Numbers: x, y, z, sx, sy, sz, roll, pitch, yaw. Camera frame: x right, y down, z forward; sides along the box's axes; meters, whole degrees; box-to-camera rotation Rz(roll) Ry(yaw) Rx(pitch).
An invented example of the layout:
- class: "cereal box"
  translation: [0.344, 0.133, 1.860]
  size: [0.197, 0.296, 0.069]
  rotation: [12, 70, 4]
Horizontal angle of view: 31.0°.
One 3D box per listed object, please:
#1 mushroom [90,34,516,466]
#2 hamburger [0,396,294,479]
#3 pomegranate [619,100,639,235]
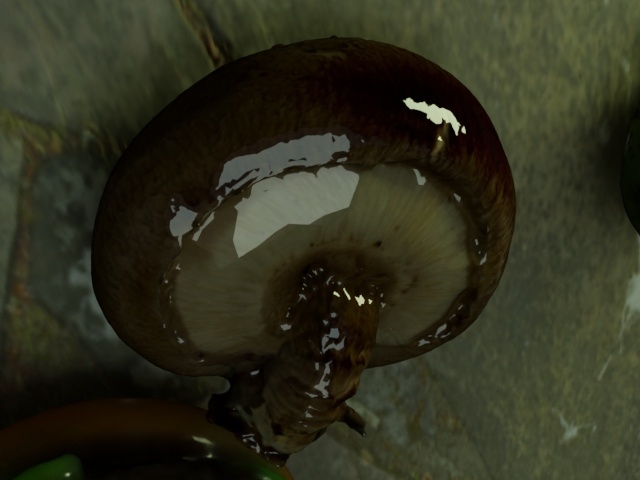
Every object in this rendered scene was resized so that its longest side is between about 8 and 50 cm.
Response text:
- class: "mushroom"
  translation: [-0.008, -0.001, 0.762]
  size: [0.297, 0.163, 0.278]
  rotation: [10, 110, -32]
- class: "hamburger"
  translation: [-0.151, 0.317, 0.835]
  size: [0.395, 0.277, 0.396]
  rotation: [-12, 125, -19]
- class: "pomegranate"
  translation: [0.357, -0.046, 0.870]
  size: [0.248, 0.214, 0.214]
  rotation: [-11, 128, -4]
